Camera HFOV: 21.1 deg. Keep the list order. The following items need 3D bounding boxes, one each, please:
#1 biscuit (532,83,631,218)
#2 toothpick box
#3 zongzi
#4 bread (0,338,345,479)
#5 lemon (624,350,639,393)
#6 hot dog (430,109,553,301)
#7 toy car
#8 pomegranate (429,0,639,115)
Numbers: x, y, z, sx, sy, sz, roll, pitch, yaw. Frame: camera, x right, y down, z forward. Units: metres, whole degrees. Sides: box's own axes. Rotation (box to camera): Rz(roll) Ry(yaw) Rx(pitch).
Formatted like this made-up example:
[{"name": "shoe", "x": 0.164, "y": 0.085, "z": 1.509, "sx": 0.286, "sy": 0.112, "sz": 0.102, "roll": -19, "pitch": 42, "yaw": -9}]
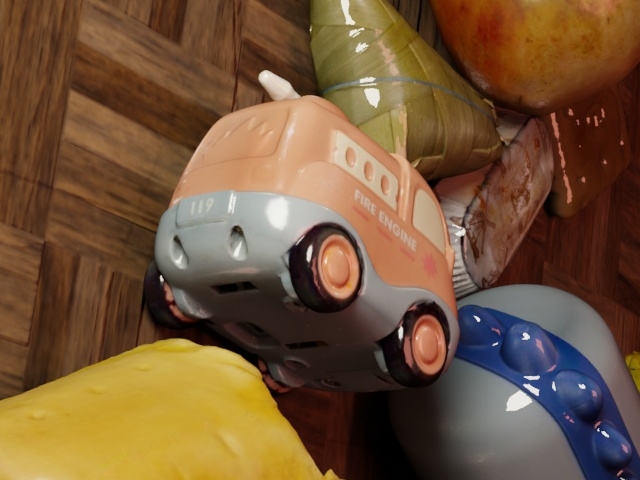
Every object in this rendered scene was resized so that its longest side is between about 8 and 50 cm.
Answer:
[{"name": "biscuit", "x": 0.291, "y": -0.206, "z": 1.992, "sx": 0.217, "sy": 0.044, "sz": 0.324, "roll": -33, "pitch": 115, "yaw": -51}, {"name": "toothpick box", "x": 0.213, "y": 0.200, "z": 1.649, "sx": 0.263, "sy": 0.263, "sz": 0.354, "roll": -57, "pitch": 131, "yaw": -41}, {"name": "zongzi", "x": 0.070, "y": -0.172, "z": 1.608, "sx": 0.228, "sy": 0.115, "sz": 0.256, "roll": -15, "pitch": 92, "yaw": -55}, {"name": "bread", "x": -0.146, "y": 0.277, "z": 1.112, "sx": 0.394, "sy": 0.250, "sz": 0.361, "roll": -19, "pitch": 102, "yaw": -54}, {"name": "lemon", "x": 0.394, "y": 0.229, "z": 1.998, "sx": 0.173, "sy": 0.173, "sz": 0.206, "roll": -9, "pitch": 80, "yaw": -56}, {"name": "hot dog", "x": 0.170, "y": -0.034, "z": 1.769, "sx": 0.268, "sy": 0.075, "sz": 0.144, "roll": -48, "pitch": 131, "yaw": -51}, {"name": "toy car", "x": 0.000, "y": 0.000, "z": 1.402, "sx": 0.270, "sy": 0.181, "sz": 0.212, "roll": 41, "pitch": 54, "yaw": -39}, {"name": "pomegranate", "x": 0.224, "y": -0.250, "z": 1.732, "sx": 0.270, "sy": 0.229, "sz": 0.252, "roll": 75, "pitch": -2, "yaw": -65}]
